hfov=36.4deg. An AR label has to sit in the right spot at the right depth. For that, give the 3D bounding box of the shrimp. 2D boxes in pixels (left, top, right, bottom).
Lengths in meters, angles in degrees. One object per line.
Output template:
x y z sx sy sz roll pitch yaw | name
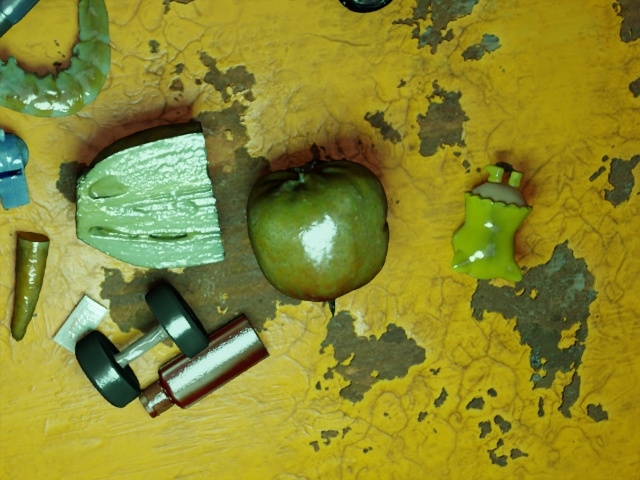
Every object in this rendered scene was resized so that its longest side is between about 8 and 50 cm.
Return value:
-0.479 -0.326 1.775 0.287 0.068 0.185 -45 106 -5 | shrimp

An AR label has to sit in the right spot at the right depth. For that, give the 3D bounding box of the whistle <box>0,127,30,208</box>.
-0.575 -0.143 1.784 0.090 0.090 0.158 -4 137 -11 | whistle

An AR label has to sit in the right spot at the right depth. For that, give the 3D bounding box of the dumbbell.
-0.336 0.196 1.836 0.218 0.152 0.152 -36 103 -5 | dumbbell

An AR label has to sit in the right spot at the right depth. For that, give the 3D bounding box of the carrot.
-0.554 0.092 1.830 0.061 0.061 0.209 9 101 -13 | carrot

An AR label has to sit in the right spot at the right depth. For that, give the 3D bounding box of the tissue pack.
-0.461 0.161 1.870 0.056 0.023 0.108 37 89 -14 | tissue pack

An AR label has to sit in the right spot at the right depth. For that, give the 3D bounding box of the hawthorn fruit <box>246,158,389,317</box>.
0.000 0.000 1.829 0.268 0.268 0.300 -12 110 -10 | hawthorn fruit

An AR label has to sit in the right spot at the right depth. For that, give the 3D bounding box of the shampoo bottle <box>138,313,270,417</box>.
-0.233 0.255 1.909 0.260 0.064 0.102 -33 103 -6 | shampoo bottle

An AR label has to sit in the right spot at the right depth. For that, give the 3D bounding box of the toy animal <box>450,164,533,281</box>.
0.348 -0.033 1.953 0.156 0.156 0.229 10 92 -13 | toy animal

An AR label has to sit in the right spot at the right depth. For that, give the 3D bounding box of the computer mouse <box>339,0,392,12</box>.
0.064 -0.548 1.844 0.137 0.096 0.233 -20 106 -3 | computer mouse

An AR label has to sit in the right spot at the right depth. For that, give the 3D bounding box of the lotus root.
-0.328 -0.078 1.807 0.260 0.149 0.267 -11 118 -6 | lotus root

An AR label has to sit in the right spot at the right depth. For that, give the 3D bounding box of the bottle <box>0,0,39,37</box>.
-0.523 -0.463 1.745 0.072 0.082 0.244 42 85 12 | bottle
